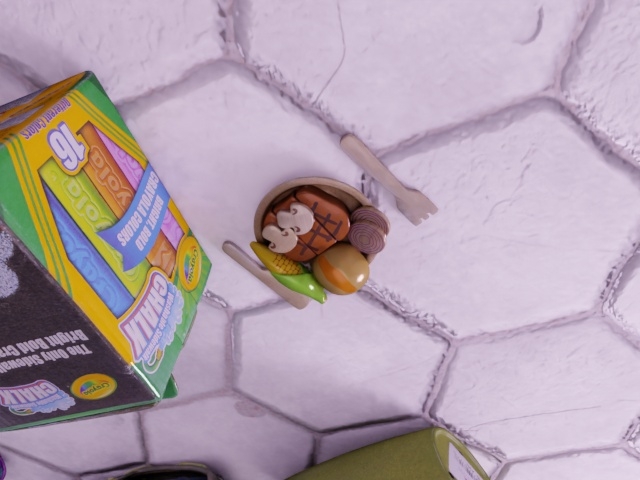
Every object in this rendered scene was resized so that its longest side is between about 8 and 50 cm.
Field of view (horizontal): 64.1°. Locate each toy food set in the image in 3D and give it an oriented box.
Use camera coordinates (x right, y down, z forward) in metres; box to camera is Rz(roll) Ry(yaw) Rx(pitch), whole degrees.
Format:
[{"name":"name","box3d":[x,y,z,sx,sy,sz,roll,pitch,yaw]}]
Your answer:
[{"name":"toy food set","box3d":[0.000,0.000,0.480,0.132,0.039,0.192,39,122,-20]}]

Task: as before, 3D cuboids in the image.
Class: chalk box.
[{"name":"chalk box","box3d":[-0.225,0.039,0.453,0.180,0.179,0.289,-13,125,15]}]

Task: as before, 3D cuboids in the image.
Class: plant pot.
[{"name":"plant pot","box3d":[0.073,0.374,0.641,0.293,0.275,0.274,-43,113,14]}]

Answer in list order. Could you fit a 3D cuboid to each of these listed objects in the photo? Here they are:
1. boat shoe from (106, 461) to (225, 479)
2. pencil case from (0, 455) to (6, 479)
[{"name":"boat shoe","box3d":[-0.287,0.397,0.774,0.304,0.109,0.091,-9,125,6]},{"name":"pencil case","box3d":[-0.580,0.385,0.823,0.151,0.065,0.070,-25,145,23]}]
